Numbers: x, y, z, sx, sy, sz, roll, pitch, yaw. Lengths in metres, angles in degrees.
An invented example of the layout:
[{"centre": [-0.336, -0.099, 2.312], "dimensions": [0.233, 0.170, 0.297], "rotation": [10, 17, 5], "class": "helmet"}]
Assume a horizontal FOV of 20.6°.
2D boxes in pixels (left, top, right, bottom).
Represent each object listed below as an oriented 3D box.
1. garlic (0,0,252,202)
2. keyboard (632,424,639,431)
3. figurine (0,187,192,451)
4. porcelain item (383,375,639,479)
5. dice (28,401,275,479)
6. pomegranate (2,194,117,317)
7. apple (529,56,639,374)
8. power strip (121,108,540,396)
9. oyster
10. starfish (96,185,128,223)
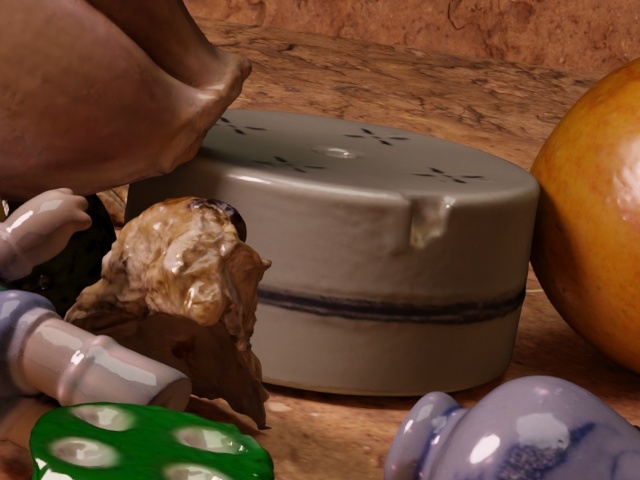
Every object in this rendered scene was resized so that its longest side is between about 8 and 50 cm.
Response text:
[{"centre": [-0.218, -0.190, 1.214], "dimensions": [0.246, 0.340, 0.231], "rotation": [9, 38, 30], "class": "garlic"}, {"centre": [0.160, 0.147, 1.264], "dimensions": [0.202, 0.011, 0.067], "rotation": [3, 17, -25], "class": "keyboard"}, {"centre": [-0.254, 0.017, 1.076], "dimensions": [0.382, 0.225, 0.205], "rotation": [20, 35, 28], "class": "figurine"}, {"centre": [0.159, 0.162, 0.966], "dimensions": [0.259, 0.141, 0.141], "rotation": [23, 18, 21], "class": "porcelain item"}, {"centre": [-0.085, 0.154, 0.819], "dimensions": [0.120, 0.131, 0.128], "rotation": [10, 12, 0], "class": "dice"}, {"centre": [-0.225, -0.004, 1.377], "dimensions": [0.122, 0.122, 0.161], "rotation": [2, 24, -28], "class": "pomegranate"}, {"centre": [0.323, -0.012, 1.464], "dimensions": [0.299, 0.299, 0.275], "rotation": [1, 36, -32], "class": "apple"}, {"centre": [0.000, 0.000, 1.437], "dimensions": [0.357, 0.161, 0.357], "rotation": [8, 13, -2], "class": "power strip"}, {"centre": [-0.094, 0.045, 1.157], "dimensions": [0.161, 0.107, 0.233], "rotation": [9, -24, -12], "class": "oyster"}, {"centre": [-0.278, -0.089, 1.644], "dimensions": [0.432, 0.082, 0.324], "rotation": [47, 17, 30], "class": "starfish"}]
